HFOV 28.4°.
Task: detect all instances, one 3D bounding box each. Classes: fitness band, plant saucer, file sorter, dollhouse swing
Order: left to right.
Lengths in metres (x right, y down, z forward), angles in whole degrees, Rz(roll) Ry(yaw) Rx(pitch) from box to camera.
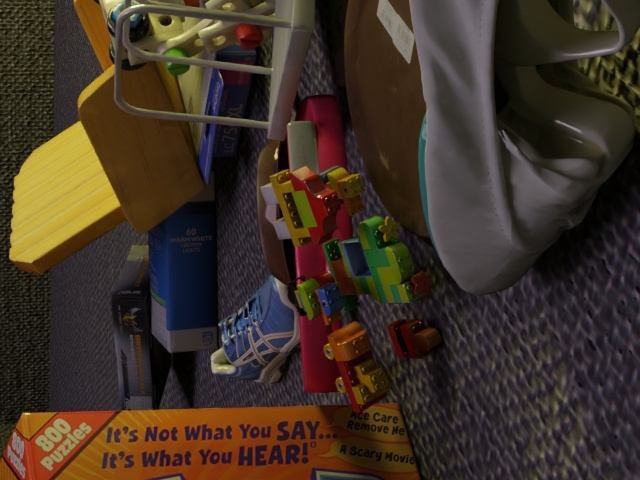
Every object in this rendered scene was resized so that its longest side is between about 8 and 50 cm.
[{"bbox_3d":[-0.342,-0.182,1.755,0.347,0.305,0.315,-104,-5,-52],"label":"dollhouse swing"},{"bbox_3d":[-0.099,-0.272,1.230,0.193,0.173,0.278,110,164,-62],"label":"file sorter"},{"bbox_3d":[-0.043,-0.031,1.337,0.168,0.029,0.168,-3,-90,-82],"label":"plant saucer"},{"bbox_3d":[0.000,0.000,1.209,0.209,0.054,0.291,90,177,-67],"label":"fitness band"},{"bbox_3d":[0.080,-0.122,1.004,0.278,0.041,0.278,171,90,-71],"label":"plant saucer"}]

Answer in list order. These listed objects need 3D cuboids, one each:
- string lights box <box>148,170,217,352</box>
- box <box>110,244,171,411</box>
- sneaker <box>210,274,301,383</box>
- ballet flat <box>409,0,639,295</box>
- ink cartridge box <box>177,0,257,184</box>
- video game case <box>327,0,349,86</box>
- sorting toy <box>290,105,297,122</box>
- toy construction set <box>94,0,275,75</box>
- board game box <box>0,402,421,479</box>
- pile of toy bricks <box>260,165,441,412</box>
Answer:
[{"bbox_3d":[-0.205,0.022,1.856,0.133,0.077,0.260,-153,62,-68],"label":"string lights box"},{"bbox_3d":[-0.282,0.149,2.022,0.183,0.056,0.231,-82,-7,-64],"label":"box"},{"bbox_3d":[-0.072,0.107,1.472,0.211,0.081,0.080,111,151,-48],"label":"sneaker"},{"bbox_3d":[0.123,-0.103,0.751,0.139,0.139,0.400,-116,10,-49],"label":"ballet flat"},{"bbox_3d":[-0.143,-0.246,1.651,0.186,0.065,0.311,107,156,-48],"label":"ink cartridge box"},{"bbox_3d":[0.042,-0.270,1.159,0.193,0.023,0.212,151,115,-69],"label":"video game case"},{"bbox_3d":[-0.035,-0.138,1.427,0.062,0.012,0.083,99,155,-45],"label":"sorting toy"},{"bbox_3d":[-0.162,-0.311,1.501,0.151,0.215,0.328,90,160,-47],"label":"toy construction set"},{"bbox_3d":[-0.108,0.389,1.132,0.356,0.356,0.356,122,141,-47],"label":"board game box"},{"bbox_3d":[0.046,0.028,1.036,0.105,0.118,0.212,-4,109,55],"label":"pile of toy bricks"}]
